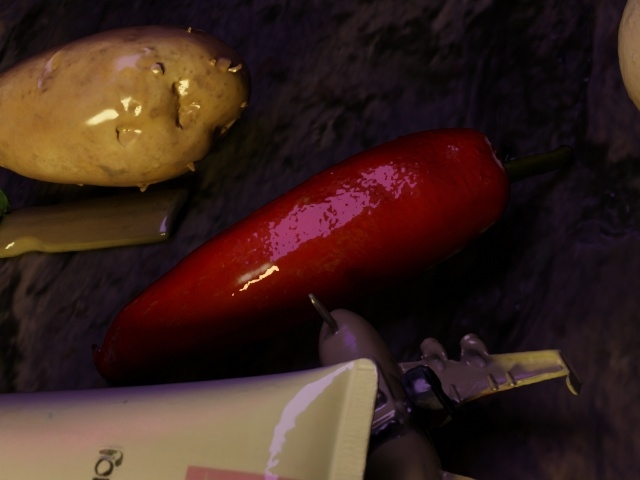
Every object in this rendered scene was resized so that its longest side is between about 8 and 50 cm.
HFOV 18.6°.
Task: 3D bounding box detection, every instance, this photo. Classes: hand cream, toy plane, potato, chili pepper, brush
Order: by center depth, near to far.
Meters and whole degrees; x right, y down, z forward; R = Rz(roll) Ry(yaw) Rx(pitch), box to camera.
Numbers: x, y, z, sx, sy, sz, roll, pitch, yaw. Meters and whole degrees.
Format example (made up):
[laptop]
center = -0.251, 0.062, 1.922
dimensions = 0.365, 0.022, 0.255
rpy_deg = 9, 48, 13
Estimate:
[hand cream]
center = -0.117, 0.157, 1.157
dimensions = 0.358, 0.118, 0.186
rpy_deg = -2, 70, 42
[toy plane]
center = 0.037, 0.108, 1.167
dimensions = 0.229, 0.092, 0.244
rpy_deg = -33, 38, 6
[chili pepper]
center = -0.005, 0.002, 1.306
dimensions = 0.368, 0.092, 0.137
rpy_deg = -22, 2, 7
[potato]
center = -0.165, -0.097, 1.511
dimensions = 0.234, 0.128, 0.161
rpy_deg = -8, 0, 7
[brush]
center = -0.233, -0.018, 1.544
dimensions = 0.282, 0.048, 0.054
rpy_deg = -4, 42, 28

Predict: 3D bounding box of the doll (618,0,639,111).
[doll]
center = 0.317, -0.095, 1.192
dimensions = 0.151, 0.151, 0.287
rpy_deg = -44, 45, -19
